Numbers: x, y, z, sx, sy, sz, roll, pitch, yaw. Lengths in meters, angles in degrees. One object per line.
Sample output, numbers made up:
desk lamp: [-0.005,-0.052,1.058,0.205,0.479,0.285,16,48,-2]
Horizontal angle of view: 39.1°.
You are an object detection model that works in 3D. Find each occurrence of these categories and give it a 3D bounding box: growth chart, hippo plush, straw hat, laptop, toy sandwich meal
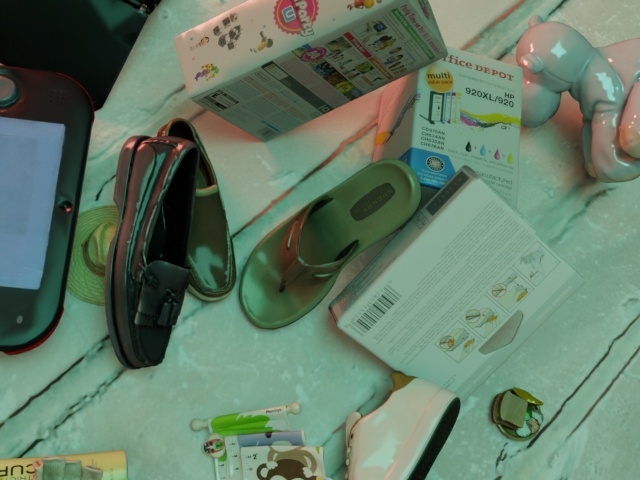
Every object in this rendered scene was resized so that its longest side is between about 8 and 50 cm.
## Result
growth chart: [-0.059,0.320,1.128,0.172,0.021,0.237,-17,76,10]
hippo plush: [0.412,-0.235,1.403,0.237,0.294,0.234,16,45,-5]
straw hat: [-0.279,0.009,1.184,0.145,0.061,0.144,7,69,-17]
laptop: [-0.360,-0.353,1.315,0.234,0.136,0.264,27,39,-8]
toy sandwich meal: [0.289,0.250,1.307,0.086,0.029,0.085,6,69,-17]

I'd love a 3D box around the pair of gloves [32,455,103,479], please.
pair of gloves: [-0.365,0.337,1.012,0.240,0.042,0.204,12,88,-11]

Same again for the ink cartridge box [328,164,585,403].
ink cartridge box: [0.190,0.072,1.244,0.239,0.060,0.275,39,100,-25]

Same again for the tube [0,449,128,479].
tube: [-0.349,0.293,1.061,0.240,0.062,0.070,-3,37,-14]

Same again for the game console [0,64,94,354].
game console: [-0.477,-0.055,1.132,0.342,0.060,0.386,8,68,-12]

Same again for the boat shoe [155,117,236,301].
boat shoe: [-0.174,-0.045,1.220,0.095,0.095,0.257,-15,77,-23]

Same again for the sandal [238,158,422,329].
sandal: [0.000,-0.002,1.203,0.303,0.086,0.120,-43,80,14]

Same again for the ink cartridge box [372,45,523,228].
ink cartridge box: [0.184,-0.143,1.337,0.171,0.168,0.232,13,67,-14]

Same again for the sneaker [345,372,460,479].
sneaker: [0.066,0.308,1.191,0.123,0.106,0.290,24,68,27]

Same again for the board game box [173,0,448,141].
board game box: [-0.006,-0.258,1.207,0.304,0.224,0.097,-22,75,17]

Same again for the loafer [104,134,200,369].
loafer: [-0.206,0.014,1.142,0.095,0.109,0.302,-1,86,24]
